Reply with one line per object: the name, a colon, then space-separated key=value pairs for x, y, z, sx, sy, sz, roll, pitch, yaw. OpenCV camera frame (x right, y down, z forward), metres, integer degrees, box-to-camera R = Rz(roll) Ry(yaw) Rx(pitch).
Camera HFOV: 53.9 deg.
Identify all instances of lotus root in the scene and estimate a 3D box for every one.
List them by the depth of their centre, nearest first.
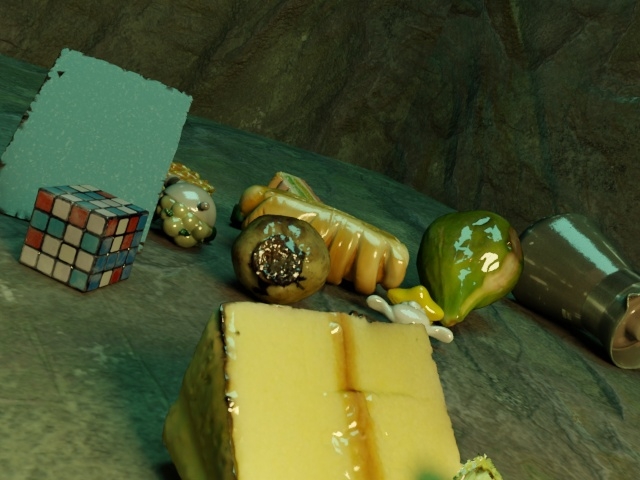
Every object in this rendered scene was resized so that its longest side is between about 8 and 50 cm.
lotus root: x=-0.052 y=0.023 z=0.906 sx=0.139 sy=0.138 sz=0.214 roll=22 pitch=11 yaw=3

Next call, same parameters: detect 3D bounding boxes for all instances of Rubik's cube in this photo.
Rubik's cube: x=-0.270 y=-0.005 z=0.726 sx=0.092 sy=0.092 sz=0.092 roll=23 pitch=13 yaw=10

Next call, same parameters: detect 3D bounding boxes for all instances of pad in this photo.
pad: x=-0.330 y=-0.144 z=0.939 sx=0.220 sy=0.004 sz=0.330 roll=19 pitch=53 yaw=-14

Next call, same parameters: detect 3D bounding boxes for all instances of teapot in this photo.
teapot: x=0.610 y=0.122 z=1.410 sx=0.300 sy=0.253 sz=0.344 roll=51 pitch=1 yaw=-34

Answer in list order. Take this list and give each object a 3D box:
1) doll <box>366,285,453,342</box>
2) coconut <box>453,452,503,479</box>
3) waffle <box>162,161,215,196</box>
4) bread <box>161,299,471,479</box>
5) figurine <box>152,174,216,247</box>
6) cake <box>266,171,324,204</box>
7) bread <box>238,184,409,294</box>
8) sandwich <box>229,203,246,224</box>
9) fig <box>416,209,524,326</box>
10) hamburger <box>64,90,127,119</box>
doll: x=0.149 y=0.117 z=0.985 sx=0.135 sy=0.071 sz=0.113 roll=34 pitch=25 yaw=31
coconut: x=0.128 y=0.235 z=0.411 sx=0.133 sy=0.055 sz=0.158 roll=44 pitch=25 yaw=-12
waffle: x=-0.342 y=-0.137 z=1.298 sx=0.238 sy=0.058 sz=0.243 roll=17 pitch=15 yaw=-34
bread: x=0.032 y=0.148 z=0.465 sx=0.240 sy=0.135 sz=0.178 roll=14 pitch=14 yaw=-40
figurine: x=-0.228 y=-0.052 z=1.023 sx=0.147 sy=0.093 sz=0.197 roll=40 pitch=-6 yaw=-28
cake: x=-0.036 y=-0.087 z=1.499 sx=0.225 sy=0.090 sz=0.109 roll=32 pitch=12 yaw=37
bread: x=0.000 y=0.000 z=1.092 sx=0.311 sy=0.121 sz=0.173 roll=22 pitch=8 yaw=7
sandwich: x=-0.074 y=-0.048 z=1.275 sx=0.235 sy=0.079 sz=0.159 roll=13 pitch=14 yaw=-35
fig: x=0.257 y=0.065 z=1.163 sx=0.206 sy=0.206 sz=0.275 roll=25 pitch=41 yaw=15
hamburger: x=-0.387 y=-0.164 z=1.031 sx=0.113 sy=0.177 sz=0.185 roll=25 pitch=24 yaw=-18
